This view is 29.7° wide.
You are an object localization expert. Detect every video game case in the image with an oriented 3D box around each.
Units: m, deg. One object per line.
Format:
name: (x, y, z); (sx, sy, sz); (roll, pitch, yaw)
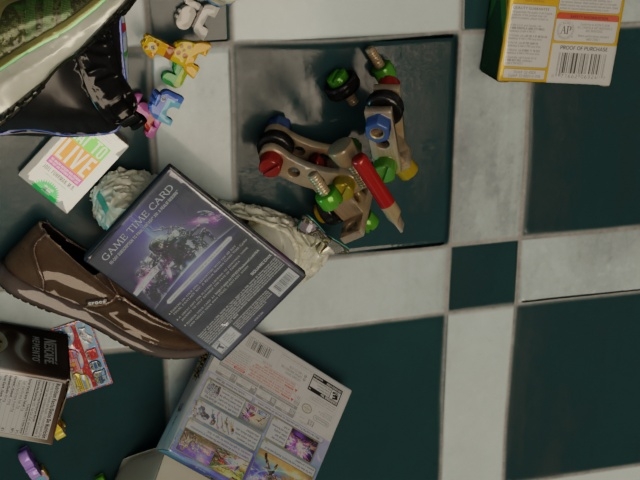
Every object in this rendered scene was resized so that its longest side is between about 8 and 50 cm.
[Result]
video game case: (-0.106, 0.296, 1.999); (0.269, 0.061, 0.244); (34, 66, -24)
video game case: (-0.187, 0.038, 1.814); (0.274, 0.026, 0.196); (40, 104, -21)

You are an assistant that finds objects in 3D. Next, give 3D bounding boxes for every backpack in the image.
backpack: (-0.388, -0.288, 1.673); (0.276, 0.213, 0.263); (-4, 118, -23)

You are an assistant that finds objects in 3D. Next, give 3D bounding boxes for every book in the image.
book: (-0.376, -0.126, 1.839); (0.096, 0.035, 0.144); (41, 97, -21)

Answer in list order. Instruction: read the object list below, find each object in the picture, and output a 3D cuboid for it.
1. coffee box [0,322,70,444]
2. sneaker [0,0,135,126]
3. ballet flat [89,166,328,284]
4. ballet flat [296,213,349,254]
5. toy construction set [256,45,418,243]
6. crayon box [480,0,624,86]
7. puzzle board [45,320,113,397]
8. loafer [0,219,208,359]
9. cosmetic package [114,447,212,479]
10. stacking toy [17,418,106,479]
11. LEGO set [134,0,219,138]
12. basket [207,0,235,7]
coffee box: (-0.540, 0.199, 1.833); (0.297, 0.168, 0.119); (12, 107, -18)
sneaker: (-0.361, -0.302, 1.504); (0.410, 0.158, 0.182); (-46, 102, -14)
ballet flat: (-0.166, 0.005, 1.892); (0.409, 0.147, 0.147); (16, 105, -22)
ballet flat: (0.000, 0.000, 1.934); (0.041, 0.041, 0.114); (-47, 129, 5)
toy construction set: (0.067, -0.094, 1.843); (0.257, 0.309, 0.237); (-31, 121, 6)
crayon box: (0.382, -0.414, 1.914); (0.203, 0.083, 0.323); (0, 111, -16)
puzzle board: (-0.403, 0.195, 1.963); (0.096, 0.011, 0.128); (-19, 114, -9)
loafer: (-0.313, 0.076, 1.874); (0.366, 0.134, 0.130); (23, 103, -23)
cosmetic package: (-0.191, 0.472, 2.036); (0.309, 0.160, 0.113); (35, 54, -25)
stacking toy: (-0.462, 0.401, 2.004); (0.167, 0.052, 0.221); (-30, 116, -3)
LEGO set: (-0.236, -0.263, 1.793); (0.093, 0.087, 0.227); (24, 101, -23)
basket: (-0.098, -0.459, 1.622); (0.201, 0.289, 0.255); (31, 57, -30)
